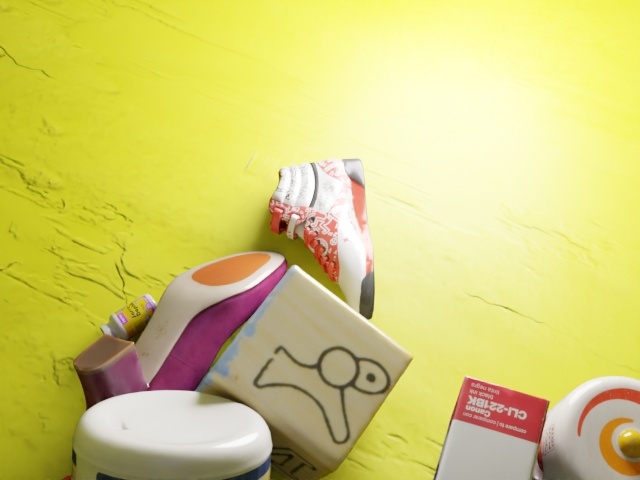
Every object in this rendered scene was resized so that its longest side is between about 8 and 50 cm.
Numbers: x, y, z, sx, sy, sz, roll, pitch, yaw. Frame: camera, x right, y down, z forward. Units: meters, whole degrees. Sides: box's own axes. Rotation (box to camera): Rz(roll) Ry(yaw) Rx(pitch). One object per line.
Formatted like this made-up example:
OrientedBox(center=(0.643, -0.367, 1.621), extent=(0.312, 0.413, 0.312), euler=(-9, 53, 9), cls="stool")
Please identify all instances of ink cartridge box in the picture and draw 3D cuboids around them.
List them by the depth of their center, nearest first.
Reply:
OrientedBox(center=(0.189, 0.339, 1.427), extent=(0.114, 0.197, 0.272), euler=(15, 62, 7), cls="ink cartridge box")

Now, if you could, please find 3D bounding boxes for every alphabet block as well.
OrientedBox(center=(-0.029, 0.181, 1.482), extent=(0.197, 0.193, 0.192), euler=(38, 67, 0), cls="alphabet block")

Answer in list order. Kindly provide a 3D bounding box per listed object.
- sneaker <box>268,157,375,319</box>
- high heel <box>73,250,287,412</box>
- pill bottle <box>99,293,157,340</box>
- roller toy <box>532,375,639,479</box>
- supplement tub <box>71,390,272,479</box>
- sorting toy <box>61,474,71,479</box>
OrientedBox(center=(0.000, 0.000, 1.663), extent=(0.145, 0.090, 0.270), euler=(-4, 59, -3), cls="sneaker")
OrientedBox(center=(-0.178, 0.157, 1.597), extent=(0.377, 0.181, 0.127), euler=(-31, 33, -33), cls="high heel")
OrientedBox(center=(-0.270, 0.114, 1.618), extent=(0.083, 0.043, 0.043), euler=(-32, 68, -17), cls="pill bottle")
OrientedBox(center=(0.377, 0.281, 1.479), extent=(0.209, 0.146, 0.191), euler=(-32, 74, -23), cls="roller toy")
OrientedBox(center=(-0.177, 0.355, 1.325), extent=(0.228, 0.228, 0.316), euler=(4, 101, 0), cls="supplement tub")
OrientedBox(center=(-0.300, 0.348, 1.500), extent=(0.061, 0.042, 0.102), euler=(-43, 82, -1), cls="sorting toy")
